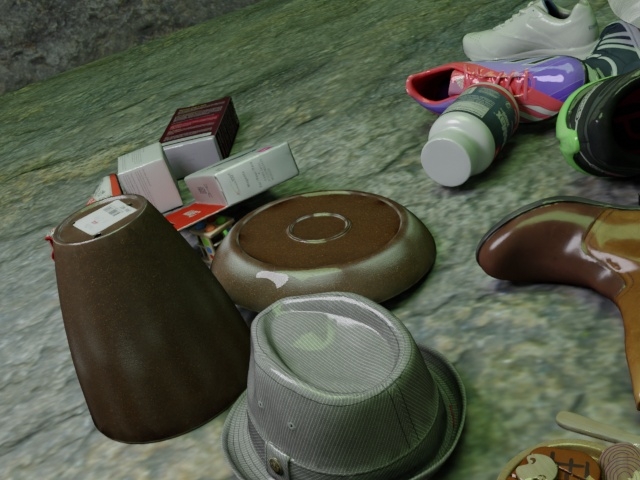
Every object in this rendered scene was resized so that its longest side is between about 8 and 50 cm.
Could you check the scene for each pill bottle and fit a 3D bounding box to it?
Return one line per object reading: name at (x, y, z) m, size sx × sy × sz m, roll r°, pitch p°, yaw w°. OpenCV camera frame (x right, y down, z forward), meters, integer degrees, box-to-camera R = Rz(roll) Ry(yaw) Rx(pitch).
pill bottle at (0.229, -0.161, 1.153) m, size 0.107 × 0.108 × 0.180 m, roll 5°, pitch 36°, yaw 35°

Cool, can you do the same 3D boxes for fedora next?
fedora at (0.008, 0.134, 0.738) m, size 0.243 × 0.124 × 0.275 m, roll -29°, pitch 31°, yaw -21°

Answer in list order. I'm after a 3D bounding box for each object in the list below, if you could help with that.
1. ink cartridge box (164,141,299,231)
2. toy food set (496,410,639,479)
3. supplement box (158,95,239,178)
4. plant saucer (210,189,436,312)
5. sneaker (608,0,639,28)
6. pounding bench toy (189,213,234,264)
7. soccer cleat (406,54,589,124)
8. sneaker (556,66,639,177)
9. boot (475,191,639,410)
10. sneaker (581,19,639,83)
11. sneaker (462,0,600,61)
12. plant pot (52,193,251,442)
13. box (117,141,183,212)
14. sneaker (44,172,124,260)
ink cartridge box at (-0.185, -0.083, 1.215) m, size 0.238 × 0.060 × 0.275 m, roll -26°, pitch 12°, yaw -16°
toy food set at (0.205, 0.202, 0.599) m, size 0.132 × 0.039 × 0.192 m, roll 10°, pitch 39°, yaw 40°
supplement box at (-0.252, -0.215, 1.548) m, size 0.130 × 0.073 × 0.239 m, roll -11°, pitch 30°, yaw 10°
plant saucer at (0.000, 0.000, 1.011) m, size 0.310 × 0.050 × 0.311 m, roll -5°, pitch 28°, yaw 3°
sneaker at (0.598, -0.352, 1.198) m, size 0.182 × 0.127 × 0.316 m, roll 0°, pitch 55°, yaw -43°
pounding bench toy at (-0.146, -0.001, 1.121) m, size 0.083 × 0.065 × 0.052 m, roll 13°, pitch 40°, yaw 42°
soccer cleat at (0.283, -0.253, 1.233) m, size 0.116 × 0.109 × 0.318 m, roll 7°, pitch 1°, yaw -40°
sneaker at (0.541, -0.176, 0.907) m, size 0.482 × 0.185 × 0.202 m, roll -21°, pitch 8°, yaw 15°
boot at (0.302, 0.069, 0.766) m, size 0.263 × 0.096 × 0.281 m, roll -4°, pitch 38°, yaw 9°
sneaker at (0.471, -0.292, 1.260) m, size 0.153 × 0.099 × 0.282 m, roll -10°, pitch 32°, yaw 10°
sneaker at (0.414, -0.413, 1.473) m, size 0.297 × 0.129 × 0.111 m, roll 8°, pitch 39°, yaw 40°
plant pot at (-0.207, 0.071, 0.856) m, size 0.215 × 0.231 × 0.215 m, roll -13°, pitch 28°, yaw 7°
box at (-0.313, -0.109, 1.365) m, size 0.087 × 0.102 × 0.101 m, roll -22°, pitch 28°, yaw -5°
sneaker at (-0.402, -0.032, 1.290) m, size 0.144 × 0.090 × 0.270 m, roll -21°, pitch 31°, yaw -11°
